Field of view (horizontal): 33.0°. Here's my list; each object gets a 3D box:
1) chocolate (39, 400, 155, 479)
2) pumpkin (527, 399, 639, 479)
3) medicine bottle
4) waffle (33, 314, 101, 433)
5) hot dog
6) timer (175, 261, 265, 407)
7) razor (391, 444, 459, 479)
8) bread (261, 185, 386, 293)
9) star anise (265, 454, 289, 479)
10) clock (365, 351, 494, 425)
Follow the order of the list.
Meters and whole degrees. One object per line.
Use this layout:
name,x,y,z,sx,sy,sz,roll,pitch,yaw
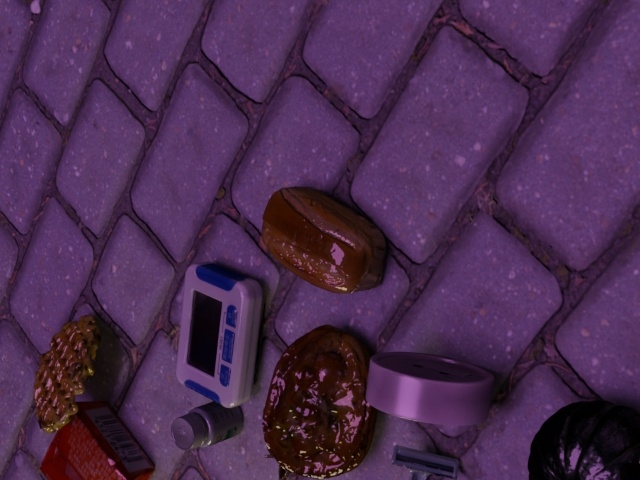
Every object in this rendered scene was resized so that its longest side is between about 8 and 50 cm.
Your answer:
chocolate,-0.492,0.503,2.390,0.237,0.108,0.235,45,124,24
pumpkin,0.401,0.338,1.544,0.220,0.161,0.221,10,104,45
medicine bottle,-0.221,0.360,2.108,0.080,0.130,0.080,10,105,39
waffle,-0.560,0.293,2.362,0.262,0.060,0.281,-35,40,44
hot dog,0.004,0.288,1.893,0.196,0.122,0.272,14,108,2
timer,-0.191,0.179,2.084,0.178,0.078,0.254,21,110,39
razor,0.152,0.473,1.863,0.111,0.056,0.278,13,117,1
bread,0.000,0.000,1.864,0.236,0.106,0.140,31,115,32
star anise,-0.052,0.377,2.017,0.124,0.056,0.129,-28,74,15
clock,0.171,0.230,1.702,0.196,0.197,0.068,13,98,39
